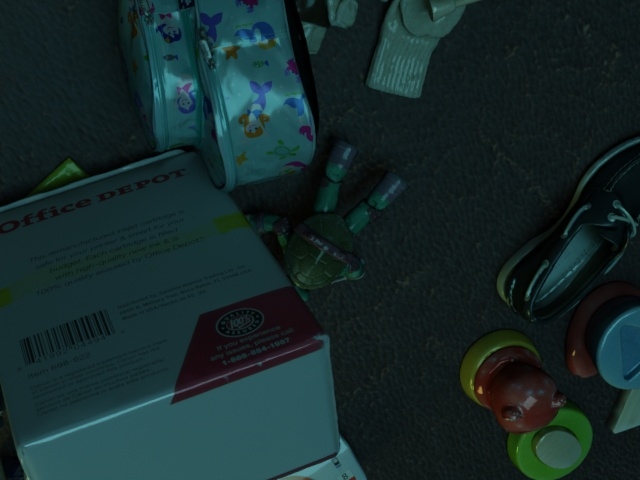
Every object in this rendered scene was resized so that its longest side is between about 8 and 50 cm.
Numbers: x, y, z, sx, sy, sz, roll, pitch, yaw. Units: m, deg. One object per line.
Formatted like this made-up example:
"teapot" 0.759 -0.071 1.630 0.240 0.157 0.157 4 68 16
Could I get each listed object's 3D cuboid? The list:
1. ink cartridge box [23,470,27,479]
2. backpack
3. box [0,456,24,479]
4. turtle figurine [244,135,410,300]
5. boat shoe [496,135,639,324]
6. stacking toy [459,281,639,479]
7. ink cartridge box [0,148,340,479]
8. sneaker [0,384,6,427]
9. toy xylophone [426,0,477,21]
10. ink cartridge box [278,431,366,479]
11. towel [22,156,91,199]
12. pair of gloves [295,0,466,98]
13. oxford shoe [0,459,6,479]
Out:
"ink cartridge box" -0.260 0.246 1.213 0.198 0.067 0.115 7 85 -19
"backpack" -0.101 -0.175 0.993 0.191 0.225 0.254 -20 92 -13
"box" -0.332 0.317 1.246 0.168 0.059 0.054 7 109 -19
"turtle figurine" 0.000 0.000 1.191 0.175 0.118 0.234 33 93 -25
"boat shoe" 0.370 -0.008 1.304 0.114 0.091 0.303 35 98 -26
"stacking toy" 0.383 0.228 1.383 0.308 0.130 0.280 -26 116 -5
"ink cartridge box" -0.183 0.089 1.000 0.279 0.385 0.161 -19 127 -14
"sneaker" -0.450 0.121 1.093 0.122 0.110 0.283 -19 93 14
"toy xylophone" 0.191 -0.374 1.052 0.322 0.081 0.236 -20 110 4
"ink cartridge box" -0.036 0.296 1.335 0.145 0.045 0.179 -31 119 -3
"towel" -0.345 0.017 1.142 0.237 0.021 0.102 -42 117 2
"pair of gloves" 0.057 -0.287 1.128 0.240 0.042 0.204 19 105 -23
"oxford shoe" -0.585 0.253 1.110 0.449 0.130 0.169 4 147 -15
